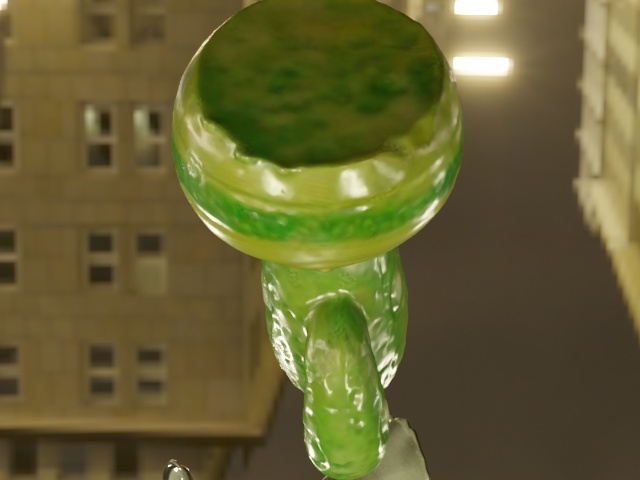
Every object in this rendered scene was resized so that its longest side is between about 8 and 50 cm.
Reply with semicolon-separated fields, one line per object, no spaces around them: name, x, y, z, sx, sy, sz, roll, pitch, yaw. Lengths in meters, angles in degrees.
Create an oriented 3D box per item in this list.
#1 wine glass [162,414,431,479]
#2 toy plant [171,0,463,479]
wine glass;-0.024;0.251;1.849;0.232;0.156;0.156;-6;-167;-20
toy plant;0.000;0.000;1.319;0.184;0.316;0.224;-8;-134;-6
